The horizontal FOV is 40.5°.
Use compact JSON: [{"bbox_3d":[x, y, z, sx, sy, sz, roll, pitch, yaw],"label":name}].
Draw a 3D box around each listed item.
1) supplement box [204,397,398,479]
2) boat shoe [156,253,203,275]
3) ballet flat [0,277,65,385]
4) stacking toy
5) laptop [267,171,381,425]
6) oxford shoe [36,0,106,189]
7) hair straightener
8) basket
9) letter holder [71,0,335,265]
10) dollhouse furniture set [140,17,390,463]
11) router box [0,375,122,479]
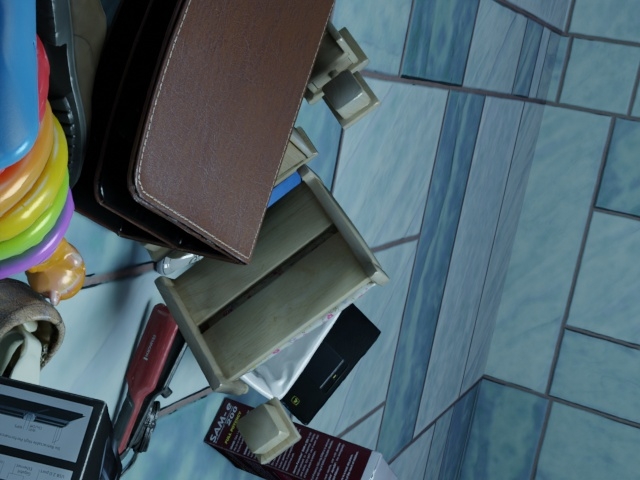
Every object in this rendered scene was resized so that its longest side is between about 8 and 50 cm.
[{"bbox_3d":[-0.024,0.302,1.191,0.073,0.240,0.130,-66,155,-22],"label":"supplement box"},{"bbox_3d":[-0.148,0.009,0.997,0.100,0.035,0.035,-46,144,-47],"label":"boat shoe"},{"bbox_3d":[-0.301,0.173,0.677,0.315,0.106,0.107,-67,156,-17],"label":"ballet flat"},{"bbox_3d":[-0.237,-0.037,0.623,0.301,0.166,0.175,78,-1,-60],"label":"stacking toy"},{"bbox_3d":[-0.025,0.064,1.174,0.136,0.264,0.234,-46,178,41],"label":"laptop"},{"bbox_3d":[-0.200,-0.134,0.678,0.096,0.083,0.227,-58,169,-48],"label":"oxford shoe"},{"bbox_3d":[-0.191,0.187,0.997,0.089,0.047,0.230,24,83,-66],"label":"hair straightener"},{"bbox_3d":[-0.064,0.088,1.029,0.113,0.103,0.167,41,72,-24],"label":"basket"},{"bbox_3d":[-0.127,-0.159,0.785,0.214,0.152,0.301,40,65,-62],"label":"letter holder"},{"bbox_3d":[0.000,0.000,0.909,0.303,0.355,0.174,-36,155,9],"label":"dollhouse furniture set"},{"bbox_3d":[-0.206,0.240,0.571,0.309,0.081,0.242,116,-12,-66],"label":"router box"}]
